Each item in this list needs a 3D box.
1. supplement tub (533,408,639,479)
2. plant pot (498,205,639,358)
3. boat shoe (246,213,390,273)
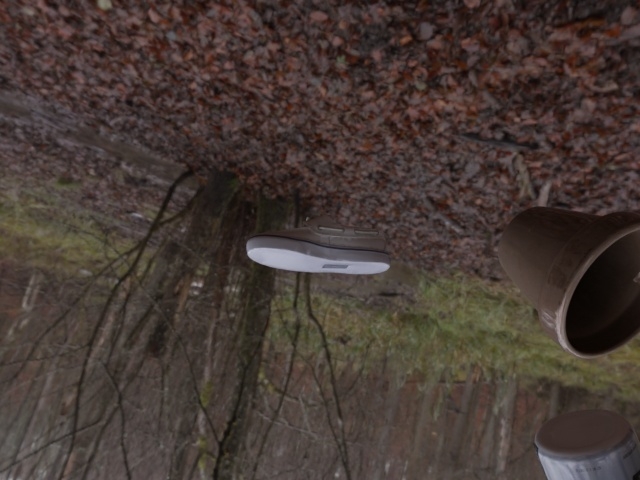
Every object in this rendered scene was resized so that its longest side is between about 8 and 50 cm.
[{"bbox_3d":[0.576,0.524,0.992,0.193,0.316,0.193,-22,179,0],"label":"supplement tub"},{"bbox_3d":[0.454,0.045,0.905,0.263,0.263,0.229,24,-168,-32],"label":"plant pot"},{"bbox_3d":[0.000,0.000,0.328,0.100,0.035,0.035,5,157,-19],"label":"boat shoe"}]
